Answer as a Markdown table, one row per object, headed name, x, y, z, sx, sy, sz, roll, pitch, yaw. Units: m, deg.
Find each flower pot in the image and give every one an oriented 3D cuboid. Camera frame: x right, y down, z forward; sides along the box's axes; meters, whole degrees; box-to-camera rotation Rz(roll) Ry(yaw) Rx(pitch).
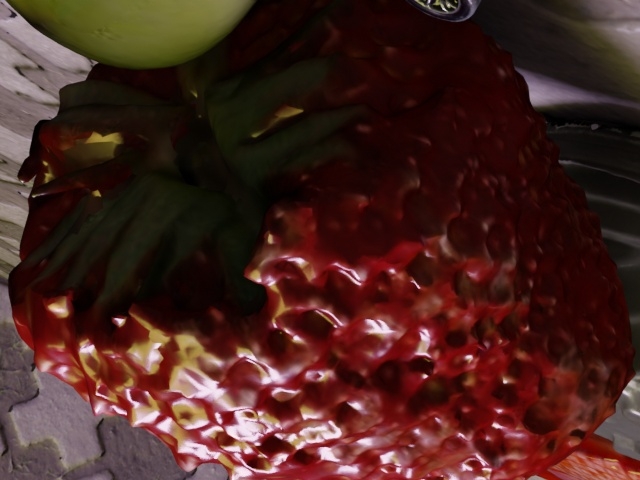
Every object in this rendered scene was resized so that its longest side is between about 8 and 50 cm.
| name | x | y | z | sx | sy | sz | roll | pitch | yaw |
| --- | --- | --- | --- | --- | --- | --- | --- | --- | --- |
| flower pot | 0.184 | 0.043 | 0.886 | 0.235 | 0.140 | 0.235 | 23 | 167 | 5 |

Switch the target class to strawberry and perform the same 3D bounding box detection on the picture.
| name | x | y | z | sx | sy | sz | roll | pitch | yaw |
| --- | --- | --- | --- | --- | --- | --- | --- | --- | --- |
| strawberry | 0.001 | 0.003 | 0.768 | 0.261 | 0.261 | 0.257 | 15 | 161 | 41 |

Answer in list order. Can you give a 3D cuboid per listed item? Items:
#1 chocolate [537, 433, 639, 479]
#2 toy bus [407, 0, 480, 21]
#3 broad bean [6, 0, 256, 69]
| name | x | y | z | sx | sy | sz | roll | pitch | yaw |
| --- | --- | --- | --- | --- | --- | --- | --- | --- | --- |
| chocolate | 0.246 | 0.161 | 1.348 | 0.237 | 0.108 | 0.235 | 16 | 164 | 34 |
| toy bus | 0.085 | -0.127 | 0.493 | 0.194 | 0.083 | 0.088 | 8 | 150 | 48 |
| broad bean | -0.096 | -0.164 | 0.625 | 0.189 | 0.121 | 0.263 | 24 | 166 | 26 |
